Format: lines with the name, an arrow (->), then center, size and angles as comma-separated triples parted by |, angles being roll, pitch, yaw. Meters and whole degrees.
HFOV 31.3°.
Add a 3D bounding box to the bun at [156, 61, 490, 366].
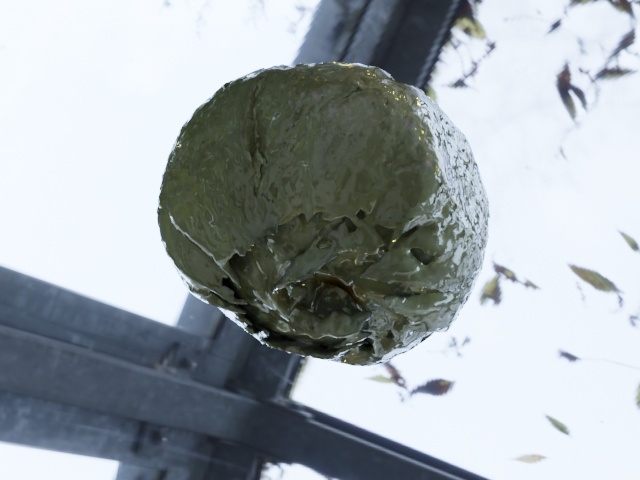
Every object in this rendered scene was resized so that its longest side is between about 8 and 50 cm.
bun -> 0.000, 0.000, 0.854 | 0.259, 0.259, 0.152 | -15, -134, 24
